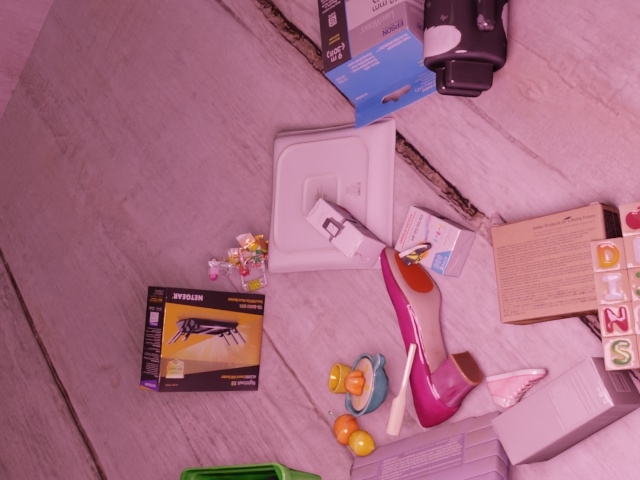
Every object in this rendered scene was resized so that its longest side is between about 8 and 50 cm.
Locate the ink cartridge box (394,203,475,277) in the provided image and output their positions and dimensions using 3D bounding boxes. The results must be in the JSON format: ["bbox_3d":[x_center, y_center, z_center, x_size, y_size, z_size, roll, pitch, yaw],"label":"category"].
[{"bbox_3d":[0.227,-0.006,2.012,0.181,0.061,0.104,30,105,42],"label":"ink cartridge box"}]

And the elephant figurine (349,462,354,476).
[{"bbox_3d":[0.099,0.621,2.008,0.239,0.186,0.169,30,149,53],"label":"elephant figurine"}]

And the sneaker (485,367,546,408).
[{"bbox_3d":[0.381,0.285,1.833,0.134,0.051,0.070,-21,71,44],"label":"sneaker"}]

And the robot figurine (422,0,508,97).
[{"bbox_3d":[0.297,-0.435,1.935,0.209,0.173,0.278,-3,82,40],"label":"robot figurine"}]

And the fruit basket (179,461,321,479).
[{"bbox_3d":[-0.213,0.649,2.134,0.392,0.392,0.283,-16,73,41],"label":"fruit basket"}]

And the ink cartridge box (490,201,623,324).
[{"bbox_3d":[0.445,0.049,1.778,0.235,0.088,0.193,-14,74,41],"label":"ink cartridge box"}]

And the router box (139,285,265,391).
[{"bbox_3d":[-0.278,0.239,2.290,0.081,0.309,0.243,1,85,45],"label":"router box"}]

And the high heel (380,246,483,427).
[{"bbox_3d":[0.184,0.198,1.990,0.181,0.127,0.377,-51,49,34],"label":"high heel"}]

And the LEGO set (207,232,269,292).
[{"bbox_3d":[-0.175,0.061,2.340,0.287,0.132,0.107,-31,67,62],"label":"LEGO set"}]

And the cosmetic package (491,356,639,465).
[{"bbox_3d":[0.443,0.310,1.719,0.238,0.127,0.107,-38,60,32],"label":"cosmetic package"}]

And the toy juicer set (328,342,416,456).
[{"bbox_3d":[0.089,0.337,1.978,0.329,0.089,0.209,144,135,-61],"label":"toy juicer set"}]

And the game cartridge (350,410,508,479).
[{"bbox_3d":[0.206,0.476,1.867,0.355,0.068,0.230,-25,26,30],"label":"game cartridge"}]

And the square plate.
[{"bbox_3d":[0.012,-0.102,2.205,0.344,0.049,0.347,-4,79,35],"label":"square plate"}]

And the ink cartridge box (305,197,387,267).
[{"bbox_3d":[0.057,-0.016,2.060,0.150,0.109,0.063,42,102,32],"label":"ink cartridge box"}]

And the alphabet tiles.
[{"bbox_3d":[0.612,0.092,1.603,0.285,0.011,0.342,-9,77,24],"label":"alphabet tiles"}]

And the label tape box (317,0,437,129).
[{"bbox_3d":[0.125,-0.457,2.122,0.249,0.115,0.347,-21,63,39],"label":"label tape box"}]

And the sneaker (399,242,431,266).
[{"bbox_3d":[0.201,0.029,1.973,0.083,0.031,0.035,-26,83,45],"label":"sneaker"}]
